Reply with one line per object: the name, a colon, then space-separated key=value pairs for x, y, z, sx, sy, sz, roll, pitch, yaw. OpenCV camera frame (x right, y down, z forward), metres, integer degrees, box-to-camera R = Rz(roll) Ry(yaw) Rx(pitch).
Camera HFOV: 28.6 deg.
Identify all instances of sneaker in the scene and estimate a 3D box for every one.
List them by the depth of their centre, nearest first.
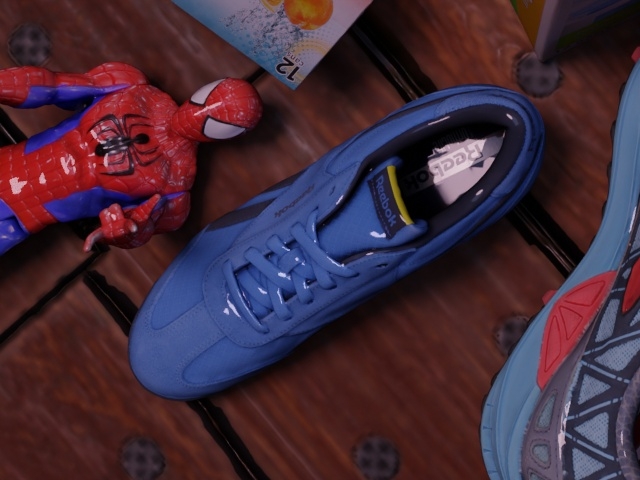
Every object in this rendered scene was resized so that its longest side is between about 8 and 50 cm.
sneaker: x=0.165 y=0.011 z=0.477 sx=0.104 sy=0.125 sz=0.262 roll=20 pitch=96 yaw=-23
sneaker: x=0.000 y=0.000 z=0.529 sx=0.209 sy=0.082 sz=0.069 roll=-33 pitch=87 yaw=6

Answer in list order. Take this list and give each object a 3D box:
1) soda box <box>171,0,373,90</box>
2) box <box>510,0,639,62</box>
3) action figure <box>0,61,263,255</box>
soda box: x=-0.061 y=-0.144 z=0.509 sx=0.183 sy=0.058 sz=0.063 roll=35 pitch=119 yaw=-17
box: x=0.111 y=-0.149 z=0.456 sx=0.114 sy=0.203 sz=0.103 roll=-26 pitch=86 yaw=6
action figure: x=-0.159 y=-0.013 z=0.524 sx=0.280 sy=0.139 sz=0.091 roll=-21 pitch=88 yaw=3
